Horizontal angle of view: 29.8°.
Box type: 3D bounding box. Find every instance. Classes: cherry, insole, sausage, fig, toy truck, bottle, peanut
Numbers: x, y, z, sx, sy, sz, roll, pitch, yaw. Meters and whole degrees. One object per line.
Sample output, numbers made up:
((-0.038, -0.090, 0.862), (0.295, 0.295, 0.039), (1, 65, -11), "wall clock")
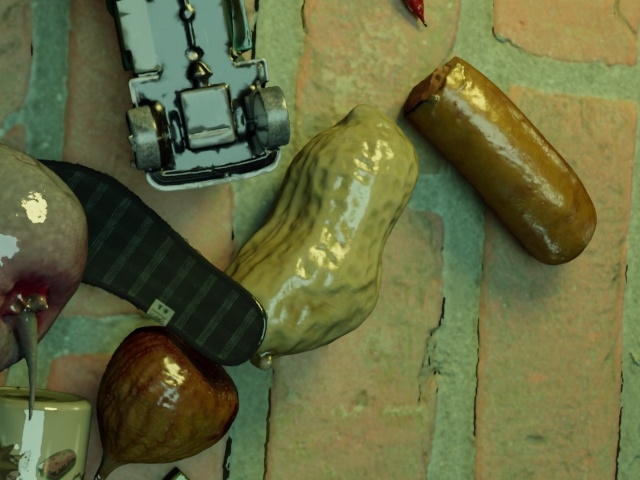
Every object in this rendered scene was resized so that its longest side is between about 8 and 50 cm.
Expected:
((-0.315, 0.015, 1.078), (0.266, 0.183, 0.213), (37, 81, 10), "cherry")
((-0.185, 0.017, 1.150), (0.309, 0.012, 0.110), (36, 93, 10), "insole")
((0.208, -0.083, 1.322), (0.270, 0.109, 0.109), (46, 76, -18), "sausage")
((-0.175, 0.187, 1.181), (0.146, 0.134, 0.201), (26, 102, -46), "fig")
((-0.135, -0.233, 1.152), (0.176, 0.178, 0.363), (-11, 95, -10), "toy truck")
((-0.287, 0.270, 1.135), (0.120, 0.120, 0.253), (6, 89, -20), "bottle")
((0.002, 0.007, 1.232), (0.291, 0.143, 0.159), (-58, 141, -16), "peanut")

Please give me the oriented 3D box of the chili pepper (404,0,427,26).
((0.081, -0.315, 1.311), (0.045, 0.027, 0.178), (-25, 101, -19), "chili pepper")

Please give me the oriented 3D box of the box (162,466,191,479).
((-0.172, 0.343, 1.225), (0.193, 0.030, 0.121), (-46, 105, -14), "box")
